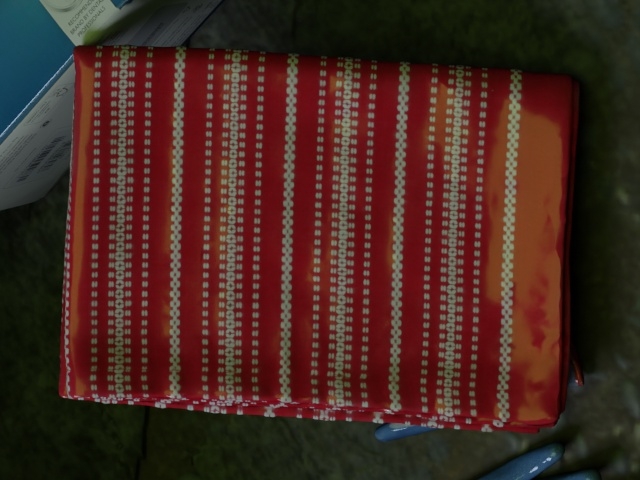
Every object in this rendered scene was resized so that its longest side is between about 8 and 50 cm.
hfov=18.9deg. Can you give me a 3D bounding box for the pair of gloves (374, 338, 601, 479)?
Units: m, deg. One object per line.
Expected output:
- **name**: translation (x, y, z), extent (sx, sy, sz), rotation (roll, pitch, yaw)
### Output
- **pair of gloves**: translation (0.086, 0.117, 1.091), extent (0.159, 0.023, 0.198), rotation (-15, 94, 30)

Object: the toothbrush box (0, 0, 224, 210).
- **toothbrush box**: translation (-0.226, -0.189, 1.134), extent (0.295, 0.126, 0.216), rotation (51, 120, 10)

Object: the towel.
- **towel**: translation (0.000, 0.000, 1.031), extent (0.275, 0.031, 0.198), rotation (4, 96, -1)
